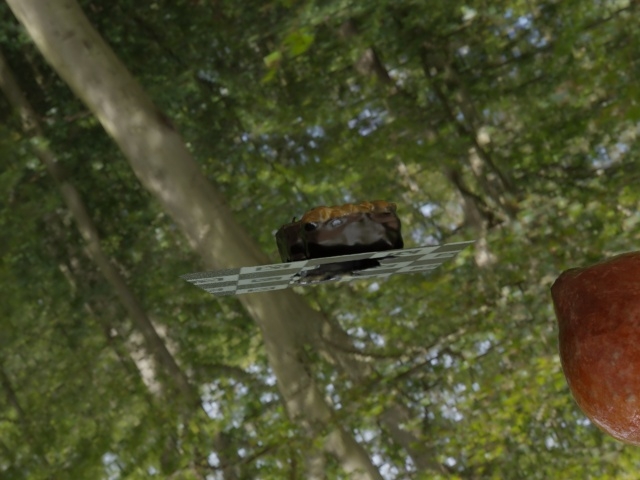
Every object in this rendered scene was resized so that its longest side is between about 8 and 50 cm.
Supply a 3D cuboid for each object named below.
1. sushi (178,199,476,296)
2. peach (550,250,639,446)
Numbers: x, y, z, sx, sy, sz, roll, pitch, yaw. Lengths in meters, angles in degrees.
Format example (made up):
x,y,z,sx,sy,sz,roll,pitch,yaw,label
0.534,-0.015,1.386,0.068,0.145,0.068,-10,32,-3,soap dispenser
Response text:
x,y,z,sx,sy,sz,roll,pitch,yaw,label
0.000,0.000,0.710,0.192,0.050,0.215,-7,173,-2,sushi
0.354,0.111,1.055,0.233,0.232,0.232,-24,-160,10,peach
